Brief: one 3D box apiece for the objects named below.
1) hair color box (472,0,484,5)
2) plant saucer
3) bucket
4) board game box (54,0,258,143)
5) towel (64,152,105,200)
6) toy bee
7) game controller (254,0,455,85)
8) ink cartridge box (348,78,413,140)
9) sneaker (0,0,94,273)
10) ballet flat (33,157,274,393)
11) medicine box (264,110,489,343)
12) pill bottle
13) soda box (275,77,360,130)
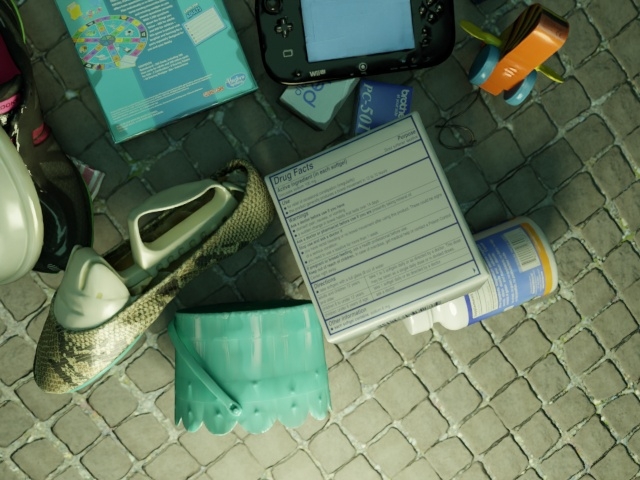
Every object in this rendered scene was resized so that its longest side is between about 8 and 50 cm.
[{"bbox_3d":[0.222,-0.593,1.190,0.347,0.105,0.174,44,90,-10],"label":"hair color box"},{"bbox_3d":[-0.594,-0.081,1.019,0.400,0.100,0.401,15,128,21],"label":"plant saucer"},{"bbox_3d":[-0.117,0.197,1.159,0.281,0.281,0.183,-4,88,-8],"label":"bucket"},{"bbox_3d":[-0.283,-0.362,1.159,0.253,0.079,0.336,-22,99,-5],"label":"board game box"},{"bbox_3d":[-0.486,-0.096,1.188,0.197,0.029,0.144,28,93,-11],"label":"towel"},{"bbox_3d":[0.301,-0.312,1.203,0.195,0.298,0.162,38,50,-29],"label":"toy bee"},{"bbox_3d":[0.058,-0.347,1.123,0.319,0.067,0.167,-9,97,-5],"label":"game controller"},{"bbox_3d":[0.100,-0.176,1.253,0.097,0.046,0.207,6,96,-10],"label":"ink cartridge box"},{"bbox_3d":[-0.491,-0.165,1.060,0.185,0.202,0.483,-21,102,-6],"label":"sneaker"},{"bbox_3d":[-0.278,0.027,1.106,0.483,0.164,0.182,-40,146,-19],"label":"ballet flat"},{"bbox_3d":[0.090,-0.015,1.132,0.263,0.149,0.289,-23,78,5],"label":"medicine box"},{"bbox_3d":[0.267,0.069,1.254,0.272,0.152,0.152,-21,99,-5],"label":"pill bottle"},{"bbox_3d":[0.043,-0.329,1.203,0.098,0.091,0.286,35,91,-11],"label":"soda box"}]
